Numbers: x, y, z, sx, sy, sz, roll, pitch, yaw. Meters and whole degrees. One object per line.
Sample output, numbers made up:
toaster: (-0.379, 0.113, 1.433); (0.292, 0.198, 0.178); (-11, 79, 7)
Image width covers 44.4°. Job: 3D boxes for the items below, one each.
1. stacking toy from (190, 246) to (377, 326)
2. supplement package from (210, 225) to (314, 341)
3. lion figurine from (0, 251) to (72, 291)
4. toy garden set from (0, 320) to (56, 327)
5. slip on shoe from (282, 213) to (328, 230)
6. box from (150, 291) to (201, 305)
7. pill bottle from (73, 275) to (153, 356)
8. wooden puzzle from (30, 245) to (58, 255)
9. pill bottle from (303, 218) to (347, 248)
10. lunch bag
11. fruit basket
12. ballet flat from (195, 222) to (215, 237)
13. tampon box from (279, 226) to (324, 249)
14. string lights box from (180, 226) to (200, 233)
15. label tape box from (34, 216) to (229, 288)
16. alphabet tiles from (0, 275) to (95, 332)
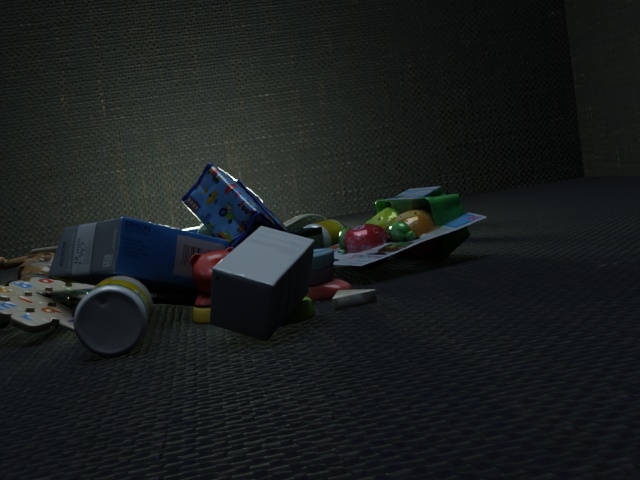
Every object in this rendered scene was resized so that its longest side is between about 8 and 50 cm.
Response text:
stacking toy: (-0.071, 0.066, 1.456); (0.308, 0.131, 0.279); (-12, 6, -31)
supplement package: (-0.092, 0.065, 1.271); (0.105, 0.105, 0.179); (16, 28, 16)
lion figurine: (-0.709, 0.095, 2.134); (0.240, 0.142, 0.392); (-4, 4, 14)
toy garden set: (-0.631, 0.165, 1.758); (0.244, 0.049, 0.204); (-7, 7, 21)
slip on shoe: (-0.095, -0.004, 2.370); (0.331, 0.123, 0.101); (-19, 7, -39)
box: (-0.262, 0.108, 1.776); (0.190, 0.045, 0.184); (-12, 9, -42)
pill bottle: (-0.350, 0.123, 1.352); (0.117, 0.118, 0.208); (-9, 6, -7)
wooden puzzle: (-0.721, 0.079, 2.378); (0.220, 0.044, 0.238); (-6, -24, 25)
pill bottle: (0.000, 0.000, 2.191); (0.103, 0.103, 0.184); (-5, 5, 29)
lunch bag: (-0.200, -0.068, 2.162); (0.138, 0.221, 0.293); (-51, -25, 11)
fruit basket: (0.152, -0.016, 1.824); (0.353, 0.166, 0.327); (-15, 7, -26)
ballet flat: (-0.297, 0.028, 2.129); (0.139, 0.139, 0.400); (-6, 20, 24)
tampon box: (-0.081, 0.027, 2.036); (0.120, 0.102, 0.161); (-4, 6, 35)
string lights box: (-0.333, 0.022, 2.324); (0.259, 0.133, 0.076); (-11, 6, -32)
label tape box: (-0.390, 0.038, 1.600); (0.249, 0.115, 0.347); (13, -11, -42)
alphabet tiles: (-0.535, 0.134, 1.623); (0.277, 0.021, 0.284); (18, 15, 24)
